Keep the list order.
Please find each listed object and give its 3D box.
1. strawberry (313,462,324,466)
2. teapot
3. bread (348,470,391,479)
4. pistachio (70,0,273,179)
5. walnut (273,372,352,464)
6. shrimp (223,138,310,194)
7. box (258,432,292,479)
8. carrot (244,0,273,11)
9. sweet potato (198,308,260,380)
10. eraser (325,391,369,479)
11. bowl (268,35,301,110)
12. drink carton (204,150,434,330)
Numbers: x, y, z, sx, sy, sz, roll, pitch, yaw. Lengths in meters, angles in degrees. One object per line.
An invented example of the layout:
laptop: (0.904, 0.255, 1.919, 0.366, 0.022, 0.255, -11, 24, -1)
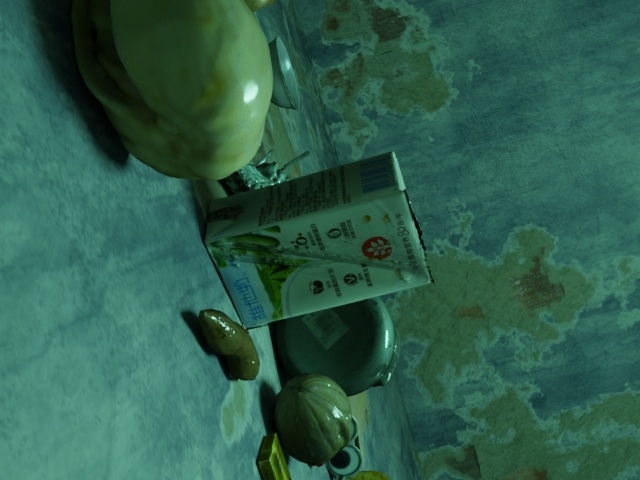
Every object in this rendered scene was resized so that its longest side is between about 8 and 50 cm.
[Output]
strawberry: (-0.009, 0.358, 1.643, 0.104, 0.048, 0.152, 52, 22, -61)
teapot: (0.018, 0.190, 1.688, 0.223, 0.305, 0.285, -70, 160, -7)
bread: (0.117, 0.584, 1.808, 0.229, 0.139, 0.143, -92, 157, -59)
pistachio: (-0.175, -0.225, 1.041, 0.238, 0.229, 0.321, -18, 81, -55)
walnut: (-0.013, 0.299, 1.440, 0.140, 0.140, 0.162, -96, -177, -45)
shrimp: (-0.087, -0.090, 1.590, 0.410, 0.166, 0.221, 43, 33, -52)
box: (-0.061, 0.390, 1.338, 0.089, 0.022, 0.156, -69, 143, -75)
carrot: (-0.193, -0.583, 1.517, 0.224, 0.224, 0.341, -95, 172, -48)
sweet potato: (-0.130, 0.142, 1.220, 0.218, 0.051, 0.065, 64, 16, -53)
eraser: (0.058, 0.387, 1.879, 0.290, 0.087, 0.171, -62, 145, -76)
bowl: (-0.116, -0.399, 2.108, 0.189, 0.086, 0.189, -15, 90, -80)
drink carton: (0.001, 0.000, 1.381, 0.132, 0.324, 0.194, -93, 166, -56)
